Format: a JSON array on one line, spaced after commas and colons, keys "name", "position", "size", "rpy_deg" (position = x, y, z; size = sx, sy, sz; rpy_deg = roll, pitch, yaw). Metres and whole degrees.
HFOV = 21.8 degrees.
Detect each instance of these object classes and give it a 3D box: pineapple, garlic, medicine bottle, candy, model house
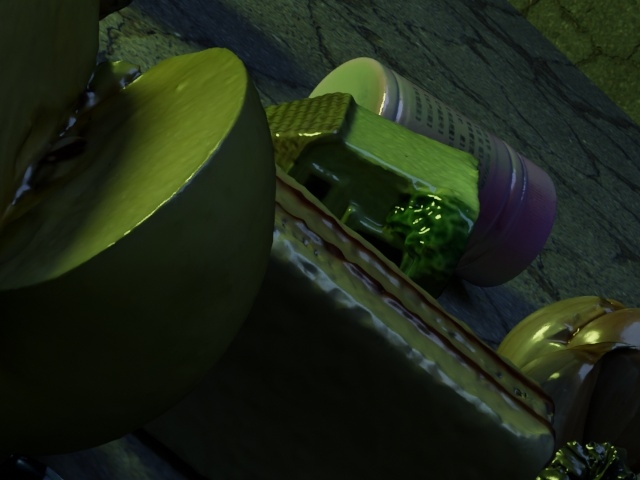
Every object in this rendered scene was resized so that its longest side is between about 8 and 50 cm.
[{"name": "pineapple", "position": [0.170, 0.211, 1.251], "size": [0.074, 0.159, 0.074], "rpy_deg": [39, 19, -17]}, {"name": "garlic", "position": [0.227, 0.137, 1.527], "size": [0.214, 0.191, 0.160], "rpy_deg": [5, 15, -42]}, {"name": "medicine bottle", "position": [0.107, -0.066, 1.709], "size": [0.254, 0.152, 0.152], "rpy_deg": [29, 24, -32]}, {"name": "candy", "position": [-0.004, 0.096, 1.144], "size": [0.321, 0.179, 0.135], "rpy_deg": [41, 18, -5]}, {"name": "model house", "position": [0.000, 0.000, 1.336], "size": [0.189, 0.214, 0.195], "rpy_deg": [30, 23, -4]}]

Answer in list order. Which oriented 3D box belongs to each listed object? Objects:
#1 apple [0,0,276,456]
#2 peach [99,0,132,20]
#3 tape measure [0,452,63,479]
[{"name": "apple", "position": [-0.165, -0.031, 0.934], "size": [0.292, 0.292, 0.254], "rpy_deg": [38, 36, -12]}, {"name": "peach", "position": [-0.239, -0.277, 1.420], "size": [0.232, 0.232, 0.232], "rpy_deg": [36, 21, -16]}, {"name": "tape measure", "position": [-0.169, 0.154, 0.840], "size": [0.054, 0.094, 0.091], "rpy_deg": [41, 19, 1]}]
